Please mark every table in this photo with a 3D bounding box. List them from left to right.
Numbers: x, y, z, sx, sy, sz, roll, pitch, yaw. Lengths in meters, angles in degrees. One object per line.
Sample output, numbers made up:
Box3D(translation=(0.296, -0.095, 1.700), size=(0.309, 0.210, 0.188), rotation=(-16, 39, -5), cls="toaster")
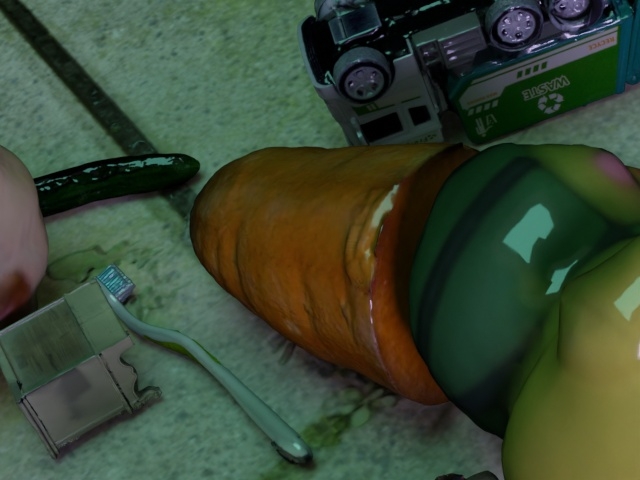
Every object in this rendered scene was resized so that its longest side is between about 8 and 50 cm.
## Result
Box3D(translation=(-0.161, 0.083, 1.283), size=(0.083, 0.062, 0.079), rotation=(-30, 41, -6), cls="table")

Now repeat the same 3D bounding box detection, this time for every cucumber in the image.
Box3D(translation=(-0.176, -0.040, 1.446), size=(0.184, 0.033, 0.036), rotation=(-13, 17, 12), cls="cucumber")

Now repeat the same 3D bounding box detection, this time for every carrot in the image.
Box3D(translation=(0.000, 0.000, 1.228), size=(0.225, 0.159, 0.159), rotation=(15, 54, 39), cls="carrot")

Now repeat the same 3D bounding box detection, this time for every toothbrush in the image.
Box3D(translation=(-0.083, 0.081, 1.282), size=(0.026, 0.022, 0.263), rotation=(-46, 44, -6), cls="toothbrush")

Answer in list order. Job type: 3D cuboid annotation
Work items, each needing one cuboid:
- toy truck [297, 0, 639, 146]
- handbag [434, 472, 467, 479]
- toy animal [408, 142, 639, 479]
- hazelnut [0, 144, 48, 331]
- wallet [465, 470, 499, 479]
Box3D(translation=(0.119, -0.143, 1.345), size=(0.253, 0.124, 0.114), rotation=(-21, 40, 6), cls="toy truck")
Box3D(translation=(0.046, 0.238, 0.943), size=(0.169, 0.155, 0.215), rotation=(-25, 57, 8), cls="handbag")
Box3D(translation=(0.169, 0.075, 1.039), size=(0.191, 0.216, 0.338), rotation=(-54, 44, 7), cls="toy animal")
Box3D(translation=(-0.328, 0.014, 1.338), size=(0.261, 0.241, 0.261), rotation=(9, 33, -6), cls="hazelnut")
Box3D(translation=(0.051, 0.202, 1.077), size=(0.152, 0.039, 0.118), rotation=(-26, 40, 3), cls="wallet")
